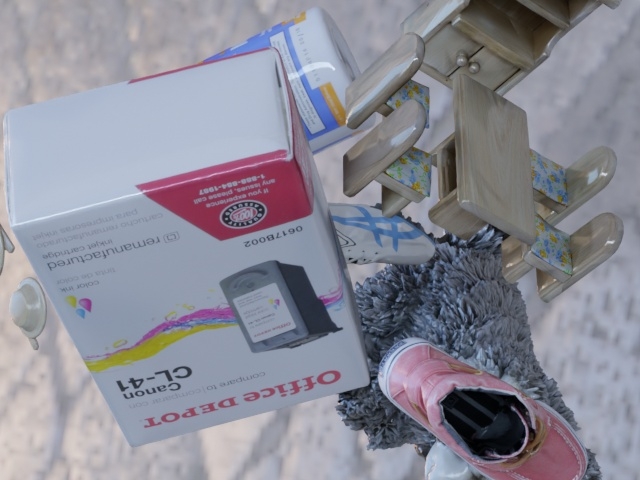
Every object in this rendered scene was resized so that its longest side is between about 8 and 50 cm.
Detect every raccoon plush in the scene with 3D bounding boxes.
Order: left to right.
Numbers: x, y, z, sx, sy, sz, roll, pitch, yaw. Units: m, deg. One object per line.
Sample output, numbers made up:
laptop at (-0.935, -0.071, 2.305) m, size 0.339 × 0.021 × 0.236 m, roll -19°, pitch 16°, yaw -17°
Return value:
raccoon plush at (0.192, 0.070, 2.023) m, size 0.299 × 0.216 × 0.446 m, roll 1°, pitch 68°, yaw 48°

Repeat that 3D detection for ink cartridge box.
ink cartridge box at (-0.100, 0.012, 1.541) m, size 0.306 × 0.226 × 0.131 m, roll 71°, pitch -174°, yaw -48°

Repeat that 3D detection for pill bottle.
pill bottle at (-0.088, -0.140, 2.150) m, size 0.272 × 0.152 × 0.152 m, roll -24°, pitch 48°, yaw 9°

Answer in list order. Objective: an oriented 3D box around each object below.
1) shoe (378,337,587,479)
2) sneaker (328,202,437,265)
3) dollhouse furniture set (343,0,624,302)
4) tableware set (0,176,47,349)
shoe at (0.119, 0.127, 1.236) m, size 0.063 × 0.178 × 0.081 m, roll -56°, pitch 29°, yaw 1°
sneaker at (0.000, 0.000, 1.808) m, size 0.085 × 0.237 × 0.086 m, roll -17°, pitch 65°, yaw 62°
dollhouse furniture set at (0.151, -0.114, 1.521) m, size 0.161 × 0.212 × 0.242 m, roll -40°, pitch 34°, yaw 37°
tableware set at (-0.267, 0.004, 1.726) m, size 0.141 × 0.020 × 0.169 m, roll 57°, pitch 132°, yaw 33°
